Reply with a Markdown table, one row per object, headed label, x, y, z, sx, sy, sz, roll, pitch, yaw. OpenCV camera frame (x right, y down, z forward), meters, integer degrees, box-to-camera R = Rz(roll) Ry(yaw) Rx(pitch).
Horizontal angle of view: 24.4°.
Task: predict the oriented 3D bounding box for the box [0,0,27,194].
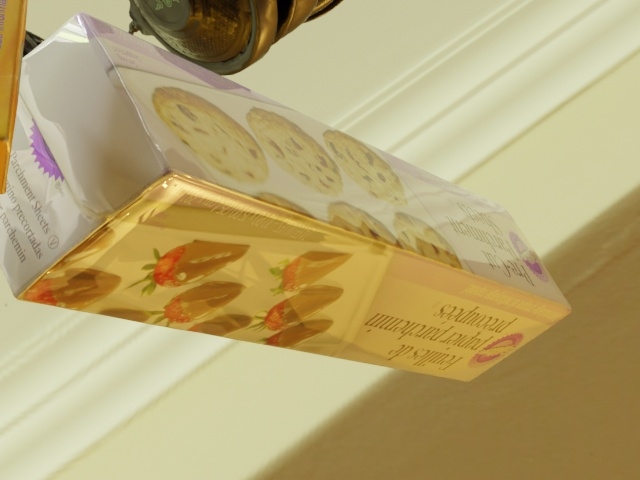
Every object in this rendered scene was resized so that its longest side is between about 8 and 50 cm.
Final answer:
| label | x | y | z | sx | sy | sz | roll | pitch | yaw |
| --- | --- | --- | --- | --- | --- | --- | --- | --- | --- |
| box | -0.141 | -0.058 | 0.362 | 0.136 | 0.028 | 0.081 | 7 | -123 | -14 |

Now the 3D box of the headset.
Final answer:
| label | x | y | z | sx | sy | sz | roll | pitch | yaw |
| --- | --- | --- | --- | --- | --- | --- | --- | --- | --- |
| headset | -0.067 | -0.213 | 0.975 | 0.394 | 0.243 | 0.185 | -32 | -83 | 26 |

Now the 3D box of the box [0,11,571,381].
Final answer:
| label | x | y | z | sx | sy | sz | roll | pitch | yaw |
| --- | --- | --- | --- | --- | --- | --- | --- | --- | --- |
| box | 0.000 | 0.000 | 0.550 | 0.063 | 0.324 | 0.067 | -37 | -115 | 19 |
